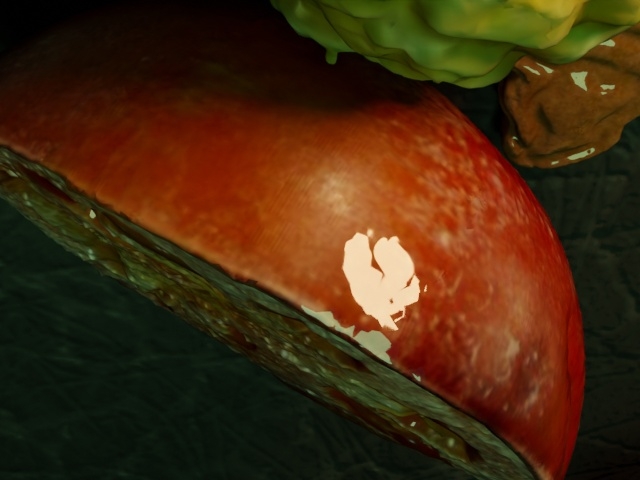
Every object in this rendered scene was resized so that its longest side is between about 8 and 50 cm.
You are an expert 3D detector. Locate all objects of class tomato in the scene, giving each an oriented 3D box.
[{"bbox_3d":[0.001,-0.012,0.699,0.338,0.338,0.144,35,81,-29],"label":"tomato"}]

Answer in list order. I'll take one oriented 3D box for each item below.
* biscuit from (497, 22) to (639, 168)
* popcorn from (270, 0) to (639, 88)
[{"bbox_3d":[0.162,-0.147,0.731,0.208,0.041,0.290,12,127,-14],"label":"biscuit"},{"bbox_3d":[0.035,-0.191,0.538,0.282,0.282,0.247,24,87,-23],"label":"popcorn"}]
